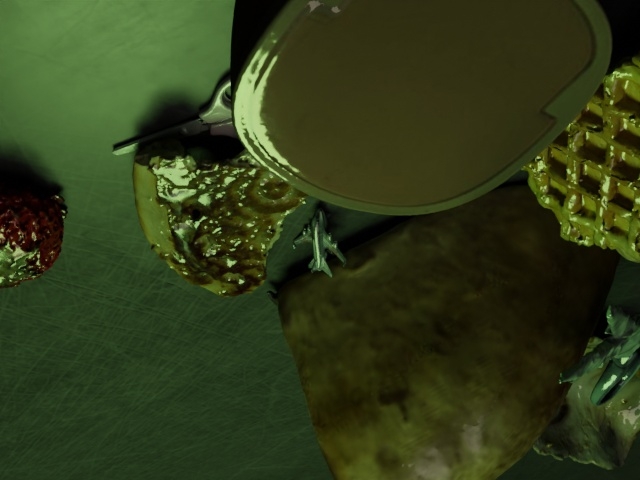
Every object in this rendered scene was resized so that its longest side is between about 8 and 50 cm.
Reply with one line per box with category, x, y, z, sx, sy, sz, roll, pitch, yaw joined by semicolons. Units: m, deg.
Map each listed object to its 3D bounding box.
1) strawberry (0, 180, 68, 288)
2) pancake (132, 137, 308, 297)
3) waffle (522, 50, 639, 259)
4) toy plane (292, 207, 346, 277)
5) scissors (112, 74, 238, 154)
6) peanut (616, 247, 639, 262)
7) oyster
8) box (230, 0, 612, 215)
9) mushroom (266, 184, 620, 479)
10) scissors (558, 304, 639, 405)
strawberry;-0.342;-0.002;1.204;0.145;0.086;0.145;-3;139;-3
pancake;-0.081;-0.044;1.227;0.244;0.057;0.266;-27;144;13
waffle;0.254;-0.102;1.060;0.051;0.291;0.291;-37;149;-26
toy plane;0.000;0.000;1.296;0.031;0.078;0.083;-23;125;-46
scissors;-0.127;-0.117;1.160;0.189;0.015;0.100;-15;139;12
peanut;0.341;-0.051;1.238;0.274;0.111;0.125;30;94;-34
oyster;0.342;0.189;1.557;0.396;0.111;0.204;23;114;-32
box;0.068;-0.196;0.942;0.301;0.216;0.301;-4;142;-3
mushroom;0.176;0.123;1.296;0.397;0.313;0.224;-29;140;15
scissors;0.360;0.106;1.312;0.256;0.029;0.383;-54;156;15
